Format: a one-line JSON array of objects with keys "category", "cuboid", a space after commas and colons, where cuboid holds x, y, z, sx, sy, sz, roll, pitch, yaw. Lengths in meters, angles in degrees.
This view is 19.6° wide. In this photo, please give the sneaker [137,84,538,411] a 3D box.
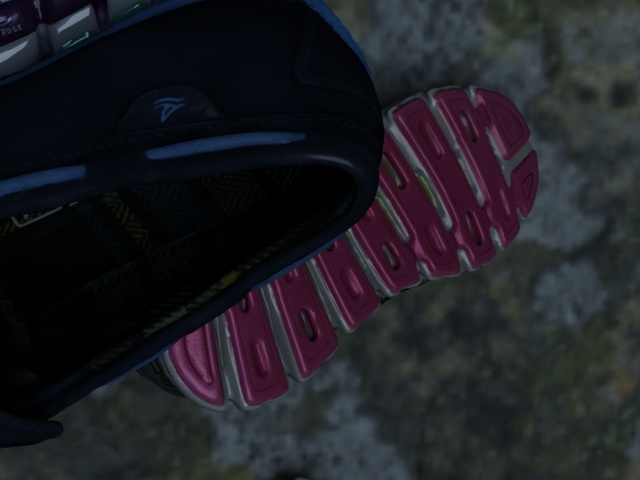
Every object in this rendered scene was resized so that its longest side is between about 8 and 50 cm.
[{"category": "sneaker", "cuboid": [0.000, 0.000, 0.612, 0.170, 0.075, 0.063, -36, 105, -32]}]

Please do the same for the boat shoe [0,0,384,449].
[{"category": "boat shoe", "cuboid": [-0.103, 0.014, 0.510, 0.258, 0.089, 0.109, -35, 126, 10]}]

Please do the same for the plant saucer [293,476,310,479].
[{"category": "plant saucer", "cuboid": [-0.040, 0.175, 0.665, 0.067, 0.018, 0.192, 35, 90, -23]}]

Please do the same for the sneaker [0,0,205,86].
[{"category": "sneaker", "cuboid": [-0.049, -0.112, 0.555, 0.223, 0.083, 0.098, -19, 104, -12]}]
